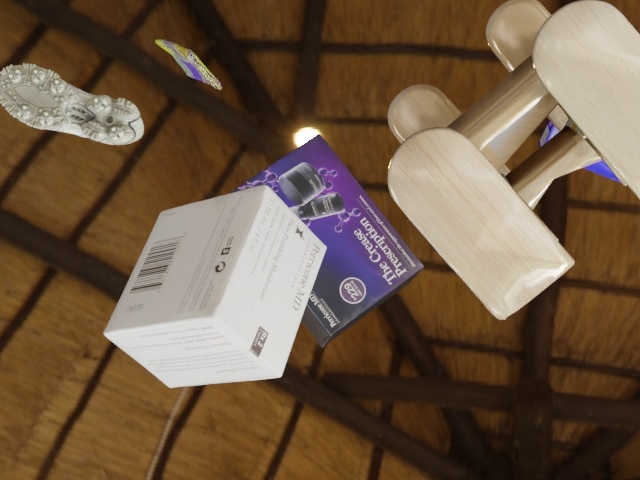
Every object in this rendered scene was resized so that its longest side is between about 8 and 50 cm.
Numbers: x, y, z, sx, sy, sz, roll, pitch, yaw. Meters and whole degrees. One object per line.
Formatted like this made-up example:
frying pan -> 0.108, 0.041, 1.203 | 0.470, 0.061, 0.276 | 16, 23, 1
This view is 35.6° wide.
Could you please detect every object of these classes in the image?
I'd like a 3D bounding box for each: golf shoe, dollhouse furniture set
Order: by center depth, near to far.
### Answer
dollhouse furniture set -> 0.192, -0.193, 0.822 | 0.394, 0.256, 0.362 | -40, -172, 13
golf shoe -> -0.287, -0.148, 1.151 | 0.176, 0.086, 0.069 | 22, -92, 4

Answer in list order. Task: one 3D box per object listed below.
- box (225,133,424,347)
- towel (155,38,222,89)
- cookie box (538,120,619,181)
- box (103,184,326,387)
box -> 0.000, 0.000, 1.511 | 0.184, 0.103, 0.261 | -36, -99, -14
towel -> -0.142, -0.190, 1.071 | 0.009, 0.060, 0.083 | -50, -140, -7
cookie box -> 0.314, -0.124, 1.119 | 0.107, 0.092, 0.040 | 22, -155, -1
box -> -0.116, 0.055, 1.117 | 0.182, 0.119, 0.181 | -11, -134, 38
